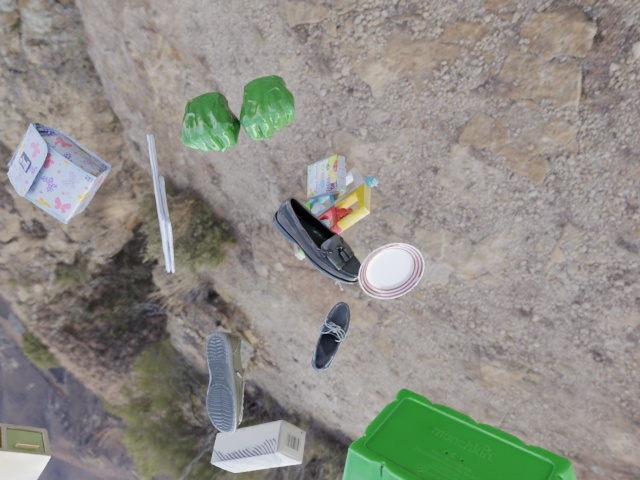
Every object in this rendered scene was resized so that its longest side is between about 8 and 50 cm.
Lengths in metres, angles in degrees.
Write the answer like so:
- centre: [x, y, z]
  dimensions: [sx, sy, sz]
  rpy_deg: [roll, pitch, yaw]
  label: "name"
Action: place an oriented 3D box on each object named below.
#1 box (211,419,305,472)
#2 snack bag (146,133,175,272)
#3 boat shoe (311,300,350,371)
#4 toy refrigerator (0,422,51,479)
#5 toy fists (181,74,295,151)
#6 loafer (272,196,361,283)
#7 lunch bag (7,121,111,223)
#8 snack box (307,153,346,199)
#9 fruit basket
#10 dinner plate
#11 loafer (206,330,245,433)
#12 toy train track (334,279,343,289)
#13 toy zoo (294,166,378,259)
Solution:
- centre: [-0.183, 0.603, 1.437]
  dimensions: [0.275, 0.094, 0.113]
  rpy_deg: [-26, 130, 33]
  label: "box"
- centre: [-0.508, -0.112, 1.581]
  dimensions: [0.323, 0.037, 0.342]
  rpy_deg: [109, 147, -56]
  label: "snack bag"
- centre: [0.036, 0.326, 1.691]
  dimensions: [0.095, 0.254, 0.079]
  rpy_deg: [27, 167, 7]
  label: "boat shoe"
- centre: [-0.779, 0.479, 1.134]
  dimensions: [0.270, 0.094, 0.102]
  rpy_deg: [30, -177, -39]
  label: "toy refrigerator"
- centre: [-0.193, -0.285, 1.154]
  dimensions: [0.279, 0.142, 0.096]
  rpy_deg: [-13, 140, 5]
  label: "toy fists"
- centre: [0.000, 0.000, 1.202]
  dimensions: [0.268, 0.096, 0.084]
  rpy_deg: [39, 135, 6]
  label: "loafer"
- centre: [-0.277, -0.071, 0.513]
  dimensions: [0.083, 0.053, 0.071]
  rpy_deg: [39, 111, -13]
  label: "lunch bag"
- centre: [0.016, -0.178, 1.398]
  dimensions: [0.141, 0.037, 0.100]
  rpy_deg: [-9, 76, 53]
  label: "snack box"
- centre: [0.214, 0.485, 0.801]
  dimensions: [0.392, 0.283, 0.391]
  rpy_deg: [25, 130, 33]
  label: "fruit basket"
- centre: [0.146, 0.062, 1.023]
  dimensions: [0.017, 0.141, 0.141]
  rpy_deg: [-111, 0, -55]
  label: "dinner plate"
- centre: [-0.213, 0.336, 1.181]
  dimensions: [0.094, 0.087, 0.251]
  rpy_deg: [4, 96, 31]
  label: "loafer"
- centre: [0.074, 0.178, 2.073]
  dimensions: [0.048, 0.014, 0.083]
  rpy_deg: [-60, 36, 26]
  label: "toy train track"
- centre: [0.039, -0.090, 1.398]
  dimensions: [0.293, 0.192, 0.030]
  rpy_deg: [-35, 126, 24]
  label: "toy zoo"
